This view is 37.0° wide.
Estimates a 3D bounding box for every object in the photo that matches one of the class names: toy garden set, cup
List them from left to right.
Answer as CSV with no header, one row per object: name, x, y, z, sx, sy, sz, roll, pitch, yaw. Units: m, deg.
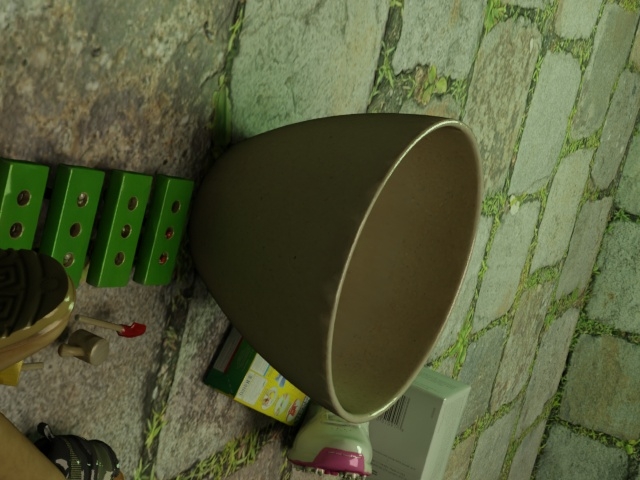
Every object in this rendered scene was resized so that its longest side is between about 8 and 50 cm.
toy garden set,-0.226,0.031,0.860,0.244,0.049,0.203,2,105,-63
cup,0.000,0.000,1.043,0.331,0.237,0.331,-40,140,-44

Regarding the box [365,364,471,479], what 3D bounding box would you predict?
box,0.116,0.288,1.515,0.119,0.181,0.181,-5,113,-60

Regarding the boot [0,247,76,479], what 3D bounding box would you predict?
boot,-0.256,0.135,0.732,0.269,0.236,0.089,72,5,-47

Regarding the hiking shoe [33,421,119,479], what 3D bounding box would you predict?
hiking shoe,-0.286,0.283,0.900,0.114,0.086,0.226,40,66,-48

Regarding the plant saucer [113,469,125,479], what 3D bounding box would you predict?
plant saucer,-0.243,0.279,1.025,0.083,0.015,0.083,-40,140,-44

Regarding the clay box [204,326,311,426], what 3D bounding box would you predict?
clay box,-0.058,0.163,1.248,0.127,0.053,0.222,-63,154,-10

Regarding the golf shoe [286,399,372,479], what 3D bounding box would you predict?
golf shoe,0.018,0.255,1.336,0.306,0.115,0.140,127,-27,-83
